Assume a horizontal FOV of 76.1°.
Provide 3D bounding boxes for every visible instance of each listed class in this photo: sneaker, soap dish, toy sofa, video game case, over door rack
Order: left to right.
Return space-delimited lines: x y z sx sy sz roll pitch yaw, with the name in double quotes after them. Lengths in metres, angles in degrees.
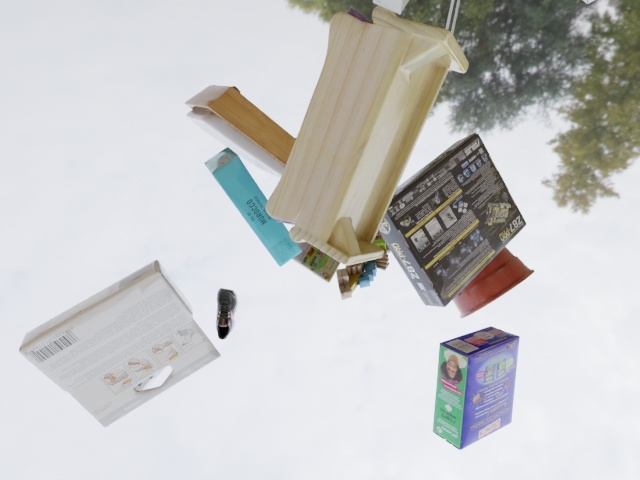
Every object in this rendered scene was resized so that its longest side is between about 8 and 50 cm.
-0.306 0.242 1.325 0.071 0.178 0.077 0 -159 -2 "sneaker"
-0.200 -0.294 1.100 0.290 0.118 0.229 33 179 -36 "soap dish"
0.000 0.000 1.433 0.206 0.026 0.227 35 -108 -12 "video game case"
0.069 -0.156 0.656 0.177 0.363 0.150 29 -162 26 "toy sofa"
0.294 -0.530 0.991 0.108 0.324 0.239 24 -154 10 "over door rack"

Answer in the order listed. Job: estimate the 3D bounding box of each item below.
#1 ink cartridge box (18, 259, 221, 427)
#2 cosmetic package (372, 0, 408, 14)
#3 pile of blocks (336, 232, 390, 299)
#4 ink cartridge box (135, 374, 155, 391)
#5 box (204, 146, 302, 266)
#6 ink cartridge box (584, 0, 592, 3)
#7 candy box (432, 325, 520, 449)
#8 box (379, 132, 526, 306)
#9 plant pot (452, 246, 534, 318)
-0.409 0.224 0.879 0.296 0.261 0.066 -31 -151 -9 "ink cartridge box"
0.108 -0.339 0.484 0.041 0.060 0.115 30 -95 11 "cosmetic package"
0.177 0.069 1.582 0.148 0.113 0.362 15 -130 26 "pile of blocks"
-0.525 0.336 1.191 0.153 0.208 0.087 42 -156 1 "ink cartridge box"
-0.134 -0.066 0.834 0.060 0.244 0.100 -36 -148 -7 "box"
0.434 -0.472 0.636 0.127 0.072 0.175 -25 -126 18 "ink cartridge box"
0.506 0.467 1.326 0.268 0.317 0.122 -6 -169 -32 "candy box"
0.362 -0.062 1.128 0.395 0.097 0.318 -38 -81 -22 "box"
0.490 0.068 1.336 0.272 0.272 0.265 -24 -108 -32 "plant pot"
